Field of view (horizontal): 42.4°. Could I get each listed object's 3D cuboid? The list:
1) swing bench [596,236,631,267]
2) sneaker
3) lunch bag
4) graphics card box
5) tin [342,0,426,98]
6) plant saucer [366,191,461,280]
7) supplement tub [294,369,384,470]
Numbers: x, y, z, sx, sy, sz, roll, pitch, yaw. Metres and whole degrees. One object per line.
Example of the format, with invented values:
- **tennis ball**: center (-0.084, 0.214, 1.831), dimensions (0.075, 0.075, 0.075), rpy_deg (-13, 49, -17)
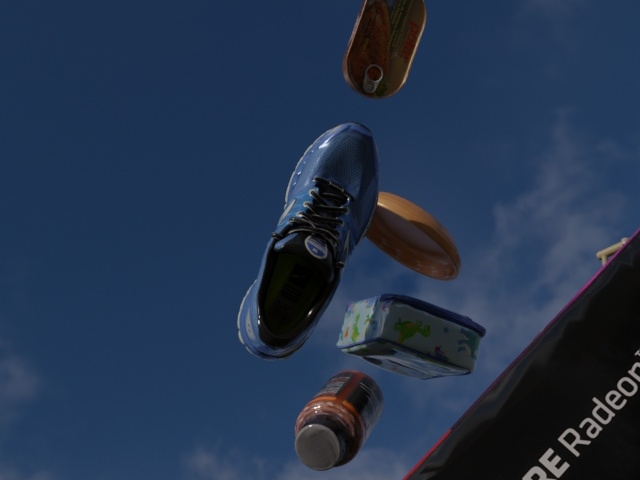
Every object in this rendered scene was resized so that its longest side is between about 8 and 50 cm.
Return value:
- **swing bench**: center (0.677, 0.074, 1.558), dimensions (0.165, 0.253, 0.255), rpy_deg (27, -48, -14)
- **sneaker**: center (0.000, 0.000, 1.051), dimensions (0.129, 0.147, 0.330), rpy_deg (22, -99, -7)
- **lunch bag**: center (0.132, 0.147, 1.230), dimensions (0.176, 0.219, 0.090), rpy_deg (22, -107, -12)
- **graphics card box**: center (0.143, 0.116, 0.456), dimensions (0.371, 0.094, 0.233), rpy_deg (-43, -25, -10)
- **tin**: center (0.102, -0.318, 1.317), dimensions (0.106, 0.040, 0.190), rpy_deg (20, -91, -11)
- **plant saucer**: center (0.133, -0.011, 1.261), dimensions (0.200, 0.200, 0.037), rpy_deg (44, -106, -30)
- **supplement tub**: center (0.025, 0.273, 1.243), dimensions (0.106, 0.198, 0.106), rpy_deg (3, -80, 18)
